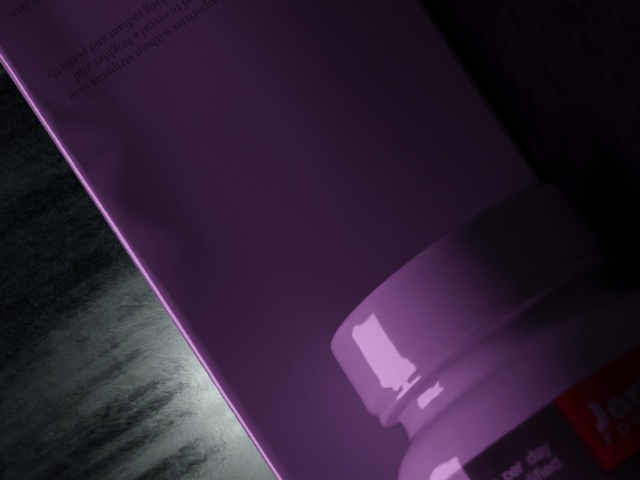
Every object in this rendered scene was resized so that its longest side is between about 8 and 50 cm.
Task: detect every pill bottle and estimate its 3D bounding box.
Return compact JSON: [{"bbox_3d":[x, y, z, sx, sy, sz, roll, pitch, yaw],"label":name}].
[{"bbox_3d":[0.137,0.124,0.616,0.283,0.161,0.161,55,177,16],"label":"pill bottle"}]

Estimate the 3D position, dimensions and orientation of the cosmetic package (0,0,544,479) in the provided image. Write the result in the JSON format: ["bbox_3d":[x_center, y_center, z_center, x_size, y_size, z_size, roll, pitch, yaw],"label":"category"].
[{"bbox_3d":[-0.006,-0.027,0.794,0.385,0.217,0.156,58,176,-2],"label":"cosmetic package"}]
